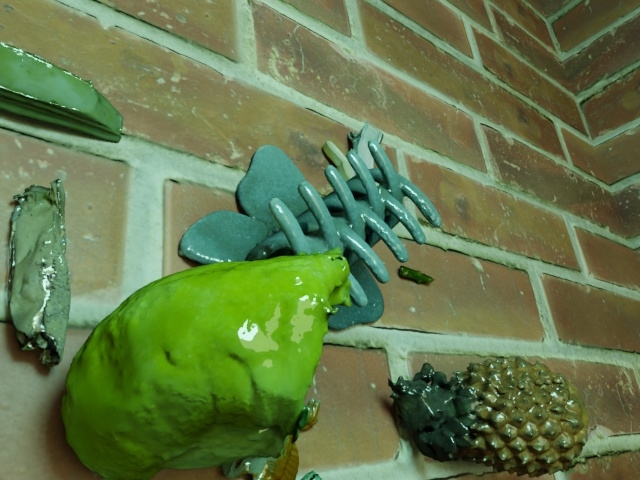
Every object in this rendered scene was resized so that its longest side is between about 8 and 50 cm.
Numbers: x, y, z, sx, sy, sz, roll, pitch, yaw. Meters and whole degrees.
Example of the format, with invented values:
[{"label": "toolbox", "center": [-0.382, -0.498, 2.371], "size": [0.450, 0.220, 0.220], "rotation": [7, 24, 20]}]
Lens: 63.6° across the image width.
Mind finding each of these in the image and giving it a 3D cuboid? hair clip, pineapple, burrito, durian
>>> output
[{"label": "hair clip", "center": [0.078, -0.160, 1.086], "size": [0.159, 0.071, 0.218], "rotation": [25, 46, -23]}, {"label": "hair clip", "center": [0.000, 0.000, 0.810], "size": [0.318, 0.238, 0.392], "rotation": [-37, 95, -44]}, {"label": "pineapple", "center": [0.276, 0.314, 0.930], "size": [0.358, 0.223, 0.222], "rotation": [8, 61, -19]}, {"label": "burrito", "center": [-0.332, 0.036, 0.615], "size": [0.063, 0.058, 0.229], "rotation": [8, 65, -45]}, {"label": "durian", "center": [-0.124, 0.146, 0.569], "size": [0.340, 0.204, 0.255], "rotation": [-5, 110, -9]}]

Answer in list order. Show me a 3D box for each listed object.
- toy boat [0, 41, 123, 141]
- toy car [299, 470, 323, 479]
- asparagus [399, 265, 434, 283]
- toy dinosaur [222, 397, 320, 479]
[{"label": "toy boat", "center": [-0.401, -0.211, 0.685], "size": [0.293, 0.055, 0.093], "rotation": [17, 60, -35]}, {"label": "toy car", "center": [-0.035, 0.386, 0.696], "size": [0.143, 0.054, 0.073], "rotation": [-37, 96, -45]}, {"label": "asparagus", "center": [0.205, 0.076, 1.106], "size": [0.108, 0.021, 0.025], "rotation": [19, 60, -35]}, {"label": "toy dinosaur", "center": [-0.068, 0.311, 0.721], "size": [0.142, 0.057, 0.212], "rotation": [43, 54, -44]}]
